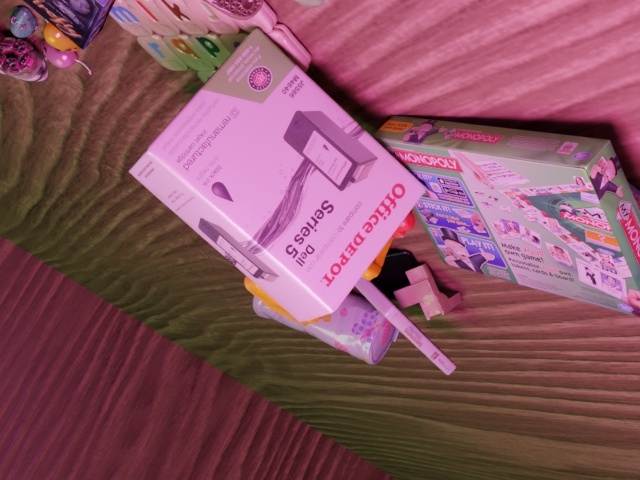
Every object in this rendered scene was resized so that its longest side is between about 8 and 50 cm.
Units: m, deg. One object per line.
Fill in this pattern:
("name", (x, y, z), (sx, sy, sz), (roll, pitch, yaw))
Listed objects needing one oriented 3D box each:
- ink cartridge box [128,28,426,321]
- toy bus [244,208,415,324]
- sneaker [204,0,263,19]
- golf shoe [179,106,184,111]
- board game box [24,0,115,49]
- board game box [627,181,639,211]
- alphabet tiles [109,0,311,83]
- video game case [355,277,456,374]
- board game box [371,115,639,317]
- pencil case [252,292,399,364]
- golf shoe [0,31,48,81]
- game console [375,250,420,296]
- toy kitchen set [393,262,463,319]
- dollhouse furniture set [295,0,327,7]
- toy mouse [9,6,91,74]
("ink cartridge box", (-0.046, -0.069, 1.215), (0.273, 0.198, 0.115), (42, 159, -10))
("toy bus", (0.029, -0.007, 1.397), (0.149, 0.220, 0.211), (36, 155, -34))
("sneaker", (-0.137, -0.300, 1.097), (0.188, 0.066, 0.071), (40, 177, -17))
("golf shoe", (-0.139, -0.096, 1.425), (0.094, 0.198, 0.077), (-8, 163, -20))
("board game box", (-0.355, -0.345, 1.267), (0.243, 0.042, 0.165), (39, 161, -10))
("board game box", (0.289, -0.027, 1.215), (0.160, 0.039, 0.211), (35, 161, -16))
("alphabet tiles", (-0.141, -0.253, 1.276), (0.284, 0.021, 0.278), (11, 155, 45))
("video game case", (0.109, 0.110, 1.760), (0.206, 0.026, 0.227), (44, 180, -40))
("board game box", (0.216, -0.032, 1.177), (0.317, 0.046, 0.213), (16, 145, 51))
("pencil case", (0.009, 0.133, 1.980), (0.273, 0.113, 0.124), (22, -179, 23))
("golf shoe", (-0.507, -0.293, 1.649), (0.186, 0.067, 0.086), (29, 173, 16))
("game console", (0.109, 0.033, 1.712), (0.107, 0.071, 0.122), (54, -179, 39))
("toy kitchen set", (0.167, 0.079, 1.682), (0.068, 0.075, 0.083), (-24, 90, 36))
("dollhouse furniture set", (-0.057, -0.265, 1.048), (0.152, 0.058, 0.076), (34, 162, -15))
("toy mouse", (-0.408, -0.293, 1.557), (0.143, 0.031, 0.161), (15, 158, 36))
